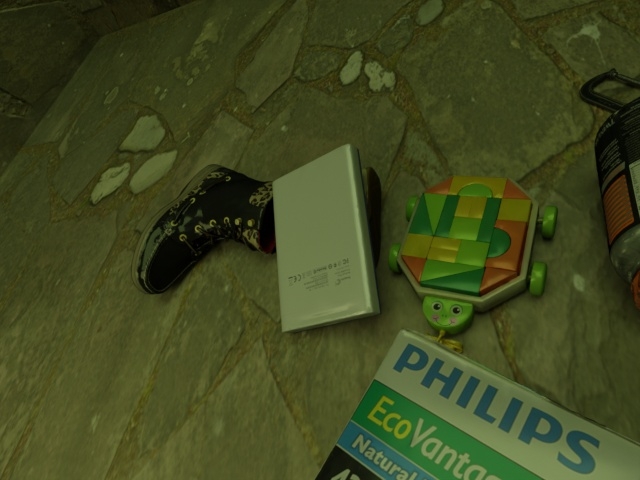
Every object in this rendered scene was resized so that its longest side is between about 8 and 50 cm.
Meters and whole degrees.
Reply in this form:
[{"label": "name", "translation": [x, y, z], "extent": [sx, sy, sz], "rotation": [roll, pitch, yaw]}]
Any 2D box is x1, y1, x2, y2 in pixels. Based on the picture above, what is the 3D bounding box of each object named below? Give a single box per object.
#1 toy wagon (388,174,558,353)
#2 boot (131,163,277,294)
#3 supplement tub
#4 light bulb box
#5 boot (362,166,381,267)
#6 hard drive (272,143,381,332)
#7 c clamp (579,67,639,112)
[{"label": "toy wagon", "translation": [0.257, 0.029, 0.782], "extent": [0.267, 0.068, 0.344], "rotation": [8, 59, 30]}, {"label": "boot", "translation": [-0.236, -0.019, 1.018], "extent": [0.284, 0.138, 0.377], "rotation": [12, 56, 32]}, {"label": "supplement tub", "translation": [0.521, -0.053, 0.634], "extent": [0.193, 0.193, 0.316], "rotation": [-1, 56, 25]}, {"label": "light bulb box", "translation": [0.117, 0.341, 0.415], "extent": [0.225, 0.358, 0.361], "rotation": [23, 68, 34]}, {"label": "boot", "translation": [0.018, -0.021, 0.921], "extent": [0.203, 0.095, 0.262], "rotation": [-7, 64, 30]}, {"label": "hard drive", "translation": [0.000, 0.000, 0.841], "extent": [0.210, 0.040, 0.319], "rotation": [-20, 66, 36]}, {"label": "c clamp", "translation": [0.630, -0.310, 0.898], "extent": [0.137, 0.022, 0.160], "rotation": [-44, 50, -4]}]
